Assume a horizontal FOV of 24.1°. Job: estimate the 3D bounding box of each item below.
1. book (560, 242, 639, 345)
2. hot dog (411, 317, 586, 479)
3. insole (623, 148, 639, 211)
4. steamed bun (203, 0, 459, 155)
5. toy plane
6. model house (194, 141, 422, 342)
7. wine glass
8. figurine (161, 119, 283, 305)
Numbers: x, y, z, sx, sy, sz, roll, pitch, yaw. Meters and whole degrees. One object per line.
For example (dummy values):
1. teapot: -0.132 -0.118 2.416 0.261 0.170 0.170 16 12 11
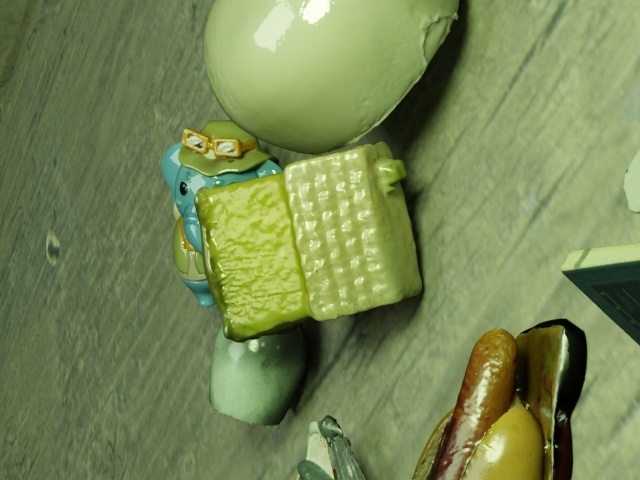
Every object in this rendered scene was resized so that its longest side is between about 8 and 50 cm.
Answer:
1. book: 0.320 0.063 1.100 0.025 0.191 0.269 -55 19 -21
2. hot dog: 0.147 0.229 1.475 0.194 0.107 0.326 2 84 64
3. insole: 0.319 -0.111 1.341 0.197 0.004 0.065 -68 29 26
4. steamed bun: -0.004 -0.261 1.717 0.324 0.206 0.324 -43 25 25
5. toy plane: 0.041 0.346 1.658 0.316 0.103 0.204 43 120 60
6. model house: 0.000 0.000 1.717 0.234 0.174 0.194 -14 87 37
7. wine glass: -0.068 0.110 1.927 0.126 0.126 0.241 36 112 61
8. figurine: -0.131 -0.039 2.108 0.180 0.153 0.262 4 103 55
